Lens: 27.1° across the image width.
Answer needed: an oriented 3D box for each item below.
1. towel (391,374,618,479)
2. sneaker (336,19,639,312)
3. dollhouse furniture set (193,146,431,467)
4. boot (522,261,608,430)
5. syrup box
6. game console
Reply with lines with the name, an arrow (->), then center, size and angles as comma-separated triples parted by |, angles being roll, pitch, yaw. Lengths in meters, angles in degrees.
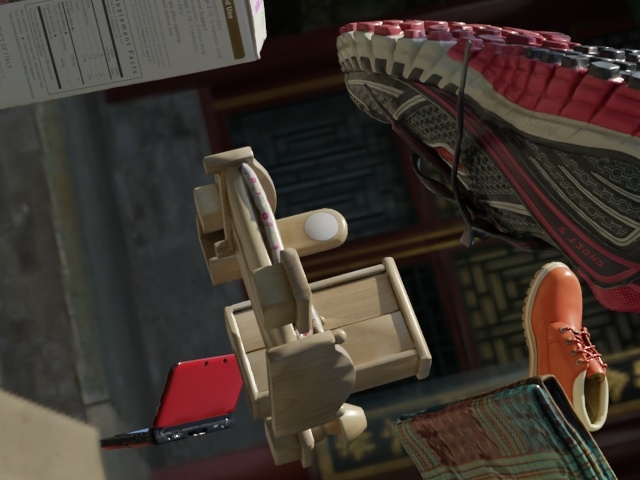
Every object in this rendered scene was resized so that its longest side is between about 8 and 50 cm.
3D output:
towel -> 0.209, 0.293, 1.106 | 0.370, 0.040, 0.271 | 59, -27, 1
sneaker -> 0.090, -0.053, 0.687 | 0.299, 0.121, 0.112 | -145, -122, -63
dollhouse furniture set -> 0.000, 0.000, 1.134 | 0.355, 0.174, 0.303 | 90, -18, -58
boot -> 0.225, 0.096, 1.182 | 0.085, 0.059, 0.157 | -10, -103, 59
syrup box -> -0.165, -0.167, 1.003 | 0.093, 0.237, 0.096 | -85, 164, -71
game console -> -0.159, 0.175, 1.457 | 0.144, 0.124, 0.085 | -1, 82, -57
